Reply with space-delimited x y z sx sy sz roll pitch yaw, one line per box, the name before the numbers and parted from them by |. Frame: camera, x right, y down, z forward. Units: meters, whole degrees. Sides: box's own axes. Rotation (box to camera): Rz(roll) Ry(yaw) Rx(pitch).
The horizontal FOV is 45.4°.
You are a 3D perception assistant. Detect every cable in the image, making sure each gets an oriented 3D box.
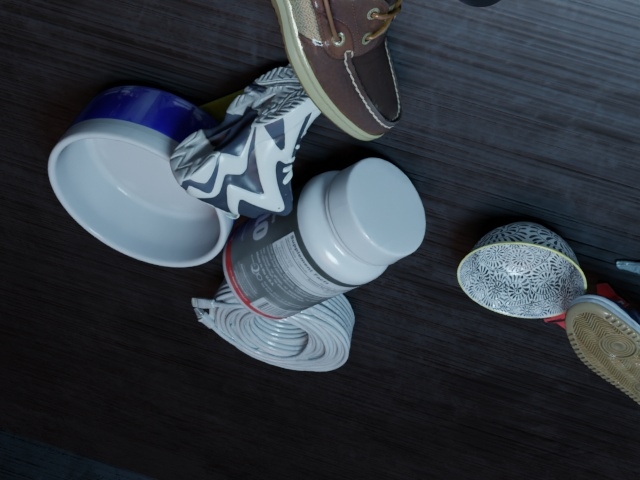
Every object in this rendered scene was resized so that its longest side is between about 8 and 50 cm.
cable | -0.066 0.139 1.351 0.257 0.089 0.257 -9 137 32

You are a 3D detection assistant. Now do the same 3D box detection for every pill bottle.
pill bottle | 0.000 0.000 1.071 0.161 0.161 0.283 36 141 -23

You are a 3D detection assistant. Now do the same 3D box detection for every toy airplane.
toy airplane | 0.387 0.101 1.140 0.151 0.028 0.151 12 145 8

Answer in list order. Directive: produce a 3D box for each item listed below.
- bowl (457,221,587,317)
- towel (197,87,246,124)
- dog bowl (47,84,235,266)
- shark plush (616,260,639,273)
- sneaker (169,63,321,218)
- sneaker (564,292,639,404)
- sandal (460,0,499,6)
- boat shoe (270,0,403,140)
bowl | 0.278 0.027 1.048 0.170 0.080 0.170 12 143 9
towel | -0.154 -0.144 1.071 0.237 0.021 0.102 -12 135 36
dog bowl | -0.239 -0.085 1.082 0.264 0.104 0.265 13 142 10
shark plush | 0.481 0.032 1.011 0.161 0.073 0.067 12 129 46
sneaker | -0.054 -0.110 0.958 0.235 0.094 0.153 -40 139 1
sneaker | 0.450 0.129 1.057 0.282 0.153 0.099 40 142 -16
sandal | 0.200 -0.294 0.675 0.097 0.054 0.254 26 144 -10
boat shoe | 0.029 -0.245 0.772 0.123 0.123 0.342 -3 133 30
